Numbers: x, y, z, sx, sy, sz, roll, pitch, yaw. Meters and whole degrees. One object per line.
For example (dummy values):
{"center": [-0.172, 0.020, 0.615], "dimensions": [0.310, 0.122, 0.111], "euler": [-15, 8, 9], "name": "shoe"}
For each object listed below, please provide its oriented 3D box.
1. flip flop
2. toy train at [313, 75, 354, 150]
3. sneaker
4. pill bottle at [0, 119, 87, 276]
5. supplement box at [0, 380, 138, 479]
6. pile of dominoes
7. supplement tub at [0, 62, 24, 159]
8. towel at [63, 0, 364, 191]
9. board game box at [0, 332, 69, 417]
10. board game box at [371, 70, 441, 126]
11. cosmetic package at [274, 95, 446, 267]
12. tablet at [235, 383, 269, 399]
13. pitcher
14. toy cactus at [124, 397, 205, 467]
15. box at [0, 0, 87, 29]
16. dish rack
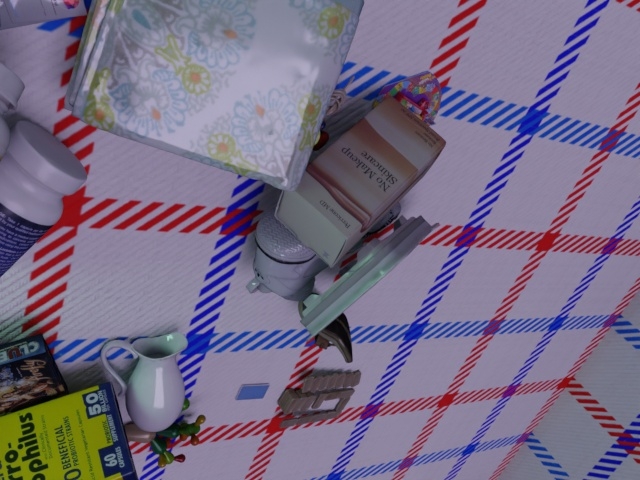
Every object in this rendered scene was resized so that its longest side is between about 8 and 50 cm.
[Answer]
{"center": [0.008, 0.217, 1.473], "dimensions": [0.080, 0.112, 0.277], "euler": [-20, 142, 20], "name": "flip flop"}
{"center": [-0.024, -0.200, 1.052], "dimensions": [0.248, 0.143, 0.105], "euler": [-44, 106, 8], "name": "toy train"}
{"center": [0.000, 0.000, 1.265], "dimensions": [0.366, 0.137, 0.210], "euler": [-21, 152, -38], "name": "sneaker"}
{"center": [-0.490, -0.045, 0.902], "dimensions": [0.264, 0.153, 0.153], "euler": [-42, 136, 6], "name": "pill bottle"}
{"center": [-0.564, 0.451, 1.195], "dimensions": [0.356, 0.194, 0.195], "euler": [-16, 154, -21], "name": "supplement box"}
{"center": [-0.003, 0.434, 1.699], "dimensions": [0.251, 0.040, 0.196], "euler": [6, 121, -45], "name": "pile of dominoes"}
{"center": [-0.530, -0.096, 0.712], "dimensions": [0.241, 0.241, 0.331], "euler": [33, 78, -44], "name": "supplement tub"}
{"center": [-0.152, -0.276, 0.887], "dimensions": [0.374, 0.090, 0.320], "euler": [17, 104, -21], "name": "towel"}
{"center": [-0.583, 0.272, 1.139], "dimensions": [0.165, 0.042, 0.243], "euler": [-16, 148, -20], "name": "board game box"}
{"center": [0.184, -0.264, 1.226], "dimensions": [0.168, 0.033, 0.133], "euler": [-22, 134, -15], "name": "board game box"}
{"center": [0.074, -0.113, 1.105], "dimensions": [0.296, 0.153, 0.129], "euler": [-45, 171, -26], "name": "cosmetic package"}
{"center": [-0.176, 0.393, 1.562], "dimensions": [0.083, 0.006, 0.054], "euler": [7, 121, -35], "name": "tablet"}
{"center": [-0.380, 0.303, 1.295], "dimensions": [0.177, 0.125, 0.207], "euler": [5, 114, -10], "name": "pitcher"}
{"center": [-0.378, 0.469, 1.444], "dimensions": [0.180, 0.112, 0.219], "euler": [6, 131, -24], "name": "toy cactus"}
{"center": [-0.418, -0.350, 0.778], "dimensions": [0.186, 0.038, 0.145], "euler": [-18, 133, -17], "name": "box"}
{"center": [0.095, 0.058, 1.246], "dimensions": [0.285, 0.072, 0.333], "euler": [-43, 176, 27], "name": "dish rack"}
